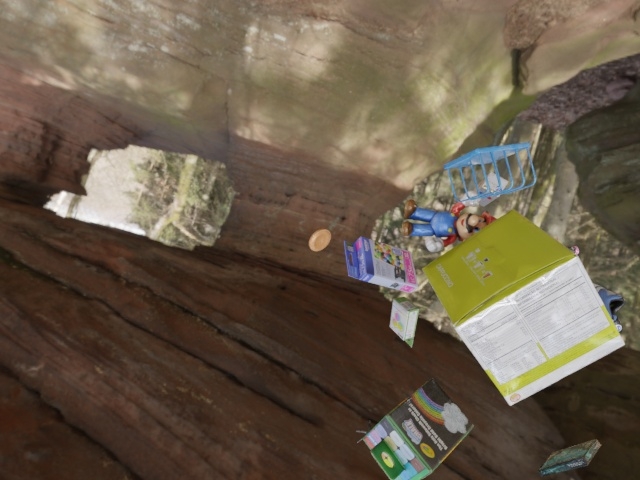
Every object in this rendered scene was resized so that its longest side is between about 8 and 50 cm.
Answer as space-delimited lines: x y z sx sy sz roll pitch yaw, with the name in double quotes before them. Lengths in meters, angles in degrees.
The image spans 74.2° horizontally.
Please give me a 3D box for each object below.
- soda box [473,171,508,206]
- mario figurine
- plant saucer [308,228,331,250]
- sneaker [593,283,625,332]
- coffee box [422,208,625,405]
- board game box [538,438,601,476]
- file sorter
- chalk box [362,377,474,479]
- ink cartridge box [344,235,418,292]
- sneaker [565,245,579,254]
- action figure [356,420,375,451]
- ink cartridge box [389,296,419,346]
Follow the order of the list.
"soda box" 0.639 -0.192 1.621 0.074 0.069 0.216 33 179 9
"mario figurine" 0.443 -0.068 1.430 0.321 0.198 0.170 7 -161 13
"plant saucer" 0.000 0.000 1.380 0.083 0.083 0.013 23 -164 -46
"sneaker" 0.967 0.299 1.496 0.147 0.330 0.129 19 153 51
"coffee box" 0.549 0.175 1.213 0.334 0.338 0.337 51 -167 -20
"board game box" 0.840 0.736 1.432 0.126 0.026 0.186 -15 152 -39
"file sorter" 0.413 -0.162 1.023 0.170 0.104 0.118 -11 175 -25
"chalk box" 0.259 0.569 1.216 0.289 0.179 0.180 -20 -122 -37
"ink cartridge box" 0.248 0.094 1.728 0.311 0.185 0.065 15 139 -22
"sneaker" 0.987 0.069 1.713 0.057 0.119 0.047 2 -142 -12
"action figure" 0.295 0.817 1.763 0.276 0.140 0.164 19 -155 -14
"ink cartridge box" 0.365 0.367 1.876 0.062 0.209 0.109 -9 -152 -25
